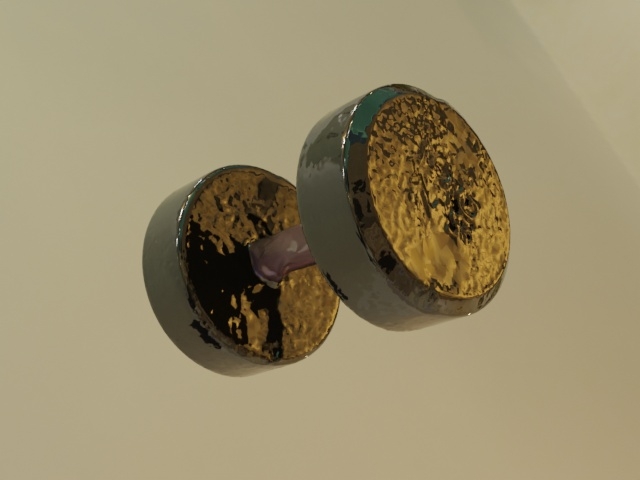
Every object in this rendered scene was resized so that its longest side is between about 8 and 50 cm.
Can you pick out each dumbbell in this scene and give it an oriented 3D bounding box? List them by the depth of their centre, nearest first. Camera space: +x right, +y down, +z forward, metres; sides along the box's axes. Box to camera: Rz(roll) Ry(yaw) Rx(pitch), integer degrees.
[{"bbox_3d":[0.000,0.000,0.649,0.152,0.218,0.152,20,-119,-40],"label":"dumbbell"}]
